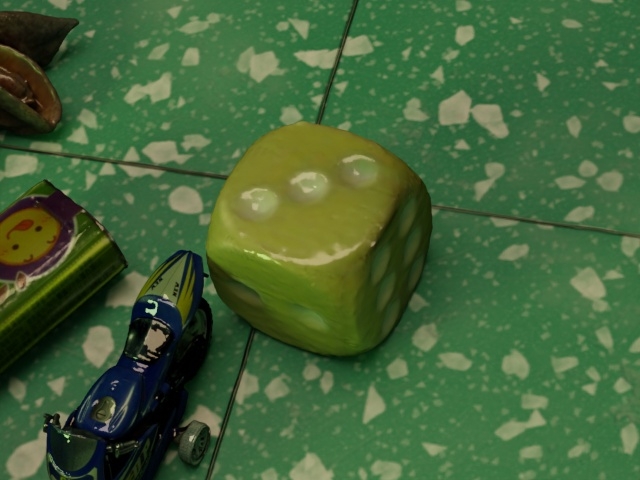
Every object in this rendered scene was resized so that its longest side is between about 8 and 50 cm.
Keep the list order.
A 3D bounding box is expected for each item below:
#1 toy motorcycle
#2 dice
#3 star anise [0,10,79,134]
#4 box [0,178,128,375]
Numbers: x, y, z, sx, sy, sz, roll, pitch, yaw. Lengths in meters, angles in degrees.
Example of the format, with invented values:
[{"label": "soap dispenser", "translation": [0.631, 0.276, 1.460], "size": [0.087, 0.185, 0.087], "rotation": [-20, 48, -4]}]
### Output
[{"label": "toy motorcycle", "translation": [-0.180, 0.159, 1.780], "size": [0.113, 0.169, 0.315], "rotation": [16, 62, 19]}, {"label": "dice", "translation": [0.000, 0.000, 1.852], "size": [0.169, 0.169, 0.166], "rotation": [20, 63, 20]}, {"label": "star anise", "translation": [-0.418, -0.198, 2.076], "size": [0.315, 0.108, 0.315], "rotation": [0, 48, 0]}, {"label": "box", "translation": [-0.362, 0.093, 1.895], "size": [0.345, 0.097, 0.134], "rotation": [-42, 53, -17]}]
